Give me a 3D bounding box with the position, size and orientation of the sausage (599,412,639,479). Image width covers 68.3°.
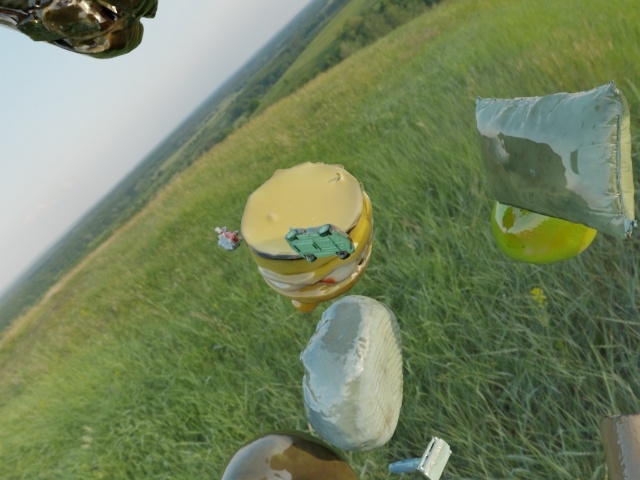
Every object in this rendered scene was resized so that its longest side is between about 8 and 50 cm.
[{"bbox_3d":[0.494,0.389,0.683,0.123,0.123,0.252,-24,44,40],"label":"sausage"}]

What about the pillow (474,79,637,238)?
[{"bbox_3d":[0.310,-0.117,0.655,0.075,0.184,0.302,-18,16,-7],"label":"pillow"}]

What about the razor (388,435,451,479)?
[{"bbox_3d":[0.155,0.377,0.796,0.068,0.040,0.135,-43,-2,-40],"label":"razor"}]

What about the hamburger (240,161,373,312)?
[{"bbox_3d":[-0.012,0.003,0.964,0.276,0.236,0.276,-10,46,11],"label":"hamburger"}]

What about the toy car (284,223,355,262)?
[{"bbox_3d":[0.000,0.000,0.682,0.122,0.059,0.035,-9,43,44],"label":"toy car"}]

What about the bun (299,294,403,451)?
[{"bbox_3d":[0.072,0.299,1.062,0.194,0.354,0.354,-1,40,24],"label":"bun"}]

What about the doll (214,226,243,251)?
[{"bbox_3d":[-0.191,0.000,0.981,0.039,0.057,0.114,-35,23,3],"label":"doll"}]

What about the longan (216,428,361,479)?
[{"bbox_3d":[-0.060,0.585,1.003,0.361,0.361,0.361,-36,22,17],"label":"longan"}]

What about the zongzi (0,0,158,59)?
[{"bbox_3d":[-0.350,-0.221,0.426,0.317,0.289,0.154,-42,18,12],"label":"zongzi"}]

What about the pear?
[{"bbox_3d":[0.429,-0.050,0.900,0.187,0.187,0.219,-51,-15,-19],"label":"pear"}]
